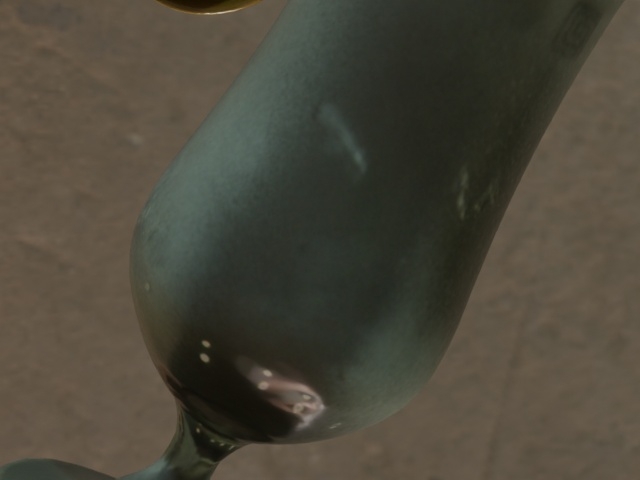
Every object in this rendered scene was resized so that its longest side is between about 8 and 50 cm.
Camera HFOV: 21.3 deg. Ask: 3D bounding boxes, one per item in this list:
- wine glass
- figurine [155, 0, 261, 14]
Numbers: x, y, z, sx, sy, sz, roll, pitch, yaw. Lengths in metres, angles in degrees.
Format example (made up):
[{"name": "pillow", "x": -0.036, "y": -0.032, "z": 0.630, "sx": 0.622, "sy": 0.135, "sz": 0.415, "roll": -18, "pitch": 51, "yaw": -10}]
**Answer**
[{"name": "wine glass", "x": 0.000, "y": 0.000, "z": 0.508, "sx": 0.103, "sy": 0.103, "sz": 0.231, "roll": 34, "pitch": 97, "yaw": 22}, {"name": "figurine", "x": -0.082, "y": -0.283, "z": 1.174, "sx": 0.192, "sy": 0.257, "sz": 0.167, "roll": 11, "pitch": 53, "yaw": 32}]
